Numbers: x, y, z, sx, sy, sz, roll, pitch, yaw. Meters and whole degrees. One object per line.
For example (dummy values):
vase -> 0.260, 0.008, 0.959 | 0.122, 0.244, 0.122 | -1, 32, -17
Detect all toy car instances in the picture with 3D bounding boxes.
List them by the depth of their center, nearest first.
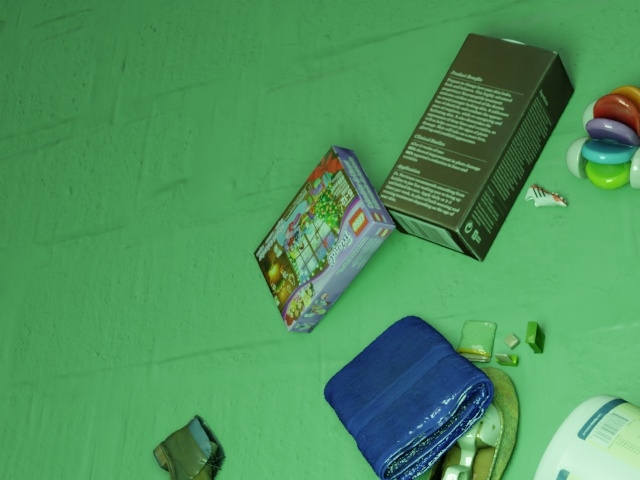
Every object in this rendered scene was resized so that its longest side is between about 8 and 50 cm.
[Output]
toy car -> 0.503, -0.180, 1.821 | 0.159, 0.136, 0.182 | 16, 72, 34

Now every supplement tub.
supplement tub -> 0.476, 0.377, 1.463 | 0.325, 0.235, 0.235 | 26, 78, 36

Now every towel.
towel -> 0.141, 0.255, 1.751 | 0.228, 0.076, 0.308 | -40, 25, -3

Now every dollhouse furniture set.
dollhouse furniture set -> 0.293, 0.164, 1.792 | 0.152, 0.058, 0.076 | 1, 64, 29

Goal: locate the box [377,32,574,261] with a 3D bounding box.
box -> 0.280, -0.173, 1.940 | 0.191, 0.143, 0.381 | 22, 77, 36

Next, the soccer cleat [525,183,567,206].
soccer cleat -> 0.397, -0.071, 1.888 | 0.083, 0.029, 0.035 | 31, 90, 40

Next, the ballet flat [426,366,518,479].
ballet flat -> 0.227, 0.351, 1.689 | 0.123, 0.123, 0.348 | 9, 68, 32

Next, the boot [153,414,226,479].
boot -> -0.211, 0.408, 1.914 | 0.106, 0.082, 0.219 | -47, 50, 1

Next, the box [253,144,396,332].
box -> 0.000, 0.000, 1.960 | 0.293, 0.057, 0.201 | -53, 46, 30
